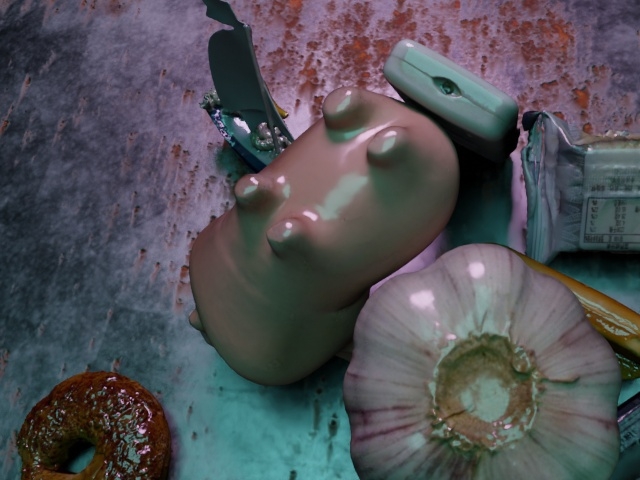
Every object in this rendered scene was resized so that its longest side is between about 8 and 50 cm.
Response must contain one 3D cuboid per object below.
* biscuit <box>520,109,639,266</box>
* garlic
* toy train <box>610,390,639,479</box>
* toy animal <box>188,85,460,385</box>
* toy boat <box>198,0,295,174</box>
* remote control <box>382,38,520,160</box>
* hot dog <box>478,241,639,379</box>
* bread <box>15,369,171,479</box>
[{"bbox_3d":[0.382,-0.059,0.739,0.308,0.079,0.186,-2,101,10],"label":"biscuit"},{"bbox_3d":[0.148,0.134,0.620,0.244,0.253,0.245,-2,80,12],"label":"garlic"},{"bbox_3d":[0.365,0.170,0.653,0.409,0.086,0.089,-31,63,-8],"label":"toy train"},{"bbox_3d":[0.000,0.000,0.688,0.326,0.269,0.237,-36,58,5],"label":"toy animal"},{"bbox_3d":[-0.088,-0.164,0.781,0.067,0.291,0.220,-43,65,-12],"label":"toy boat"},{"bbox_3d":[0.157,-0.143,0.741,0.140,0.296,0.056,36,101,12],"label":"remote control"},{"bbox_3d":[0.250,0.067,0.722,0.235,0.092,0.062,32,54,20],"label":"hot dog"},{"bbox_3d":[-0.252,0.234,0.730,0.193,0.064,0.193,-5,64,10],"label":"bread"}]
